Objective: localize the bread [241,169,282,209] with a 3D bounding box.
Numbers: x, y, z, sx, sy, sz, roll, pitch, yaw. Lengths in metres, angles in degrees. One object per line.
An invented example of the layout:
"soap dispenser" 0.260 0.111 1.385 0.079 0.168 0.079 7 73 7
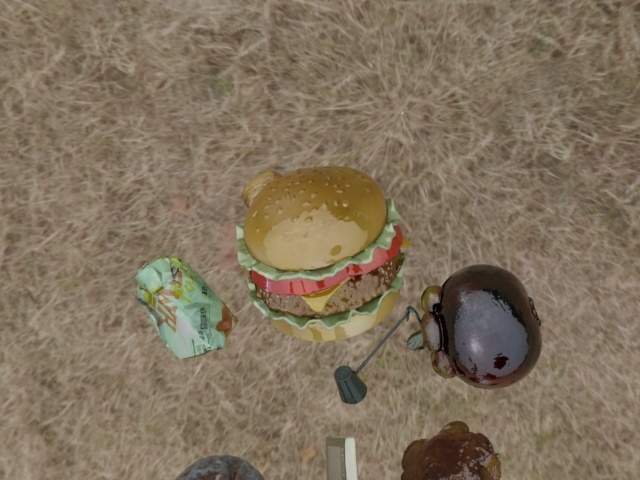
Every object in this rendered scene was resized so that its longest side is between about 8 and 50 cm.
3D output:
"bread" -0.070 -0.052 1.606 0.104 0.199 0.199 -37 94 3

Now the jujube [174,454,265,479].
"jujube" -0.214 0.599 1.697 0.246 0.308 0.215 8 103 3

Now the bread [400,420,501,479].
"bread" 0.305 0.536 1.827 0.232 0.246 0.135 -34 116 16

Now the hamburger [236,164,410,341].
"hamburger" 0.000 0.000 1.248 0.274 0.274 0.212 -7 124 7

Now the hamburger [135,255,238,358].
"hamburger" -0.285 0.128 1.604 0.125 0.235 0.214 -41 103 -25

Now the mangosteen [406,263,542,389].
"mangosteen" 0.157 0.092 0.830 0.140 0.140 0.140 1 99 6

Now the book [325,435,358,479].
"book" 0.045 0.511 1.670 0.027 0.264 0.202 -2 77 -9

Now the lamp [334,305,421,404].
"lamp" 0.062 0.125 0.883 0.121 0.041 0.054 -38 133 -10
